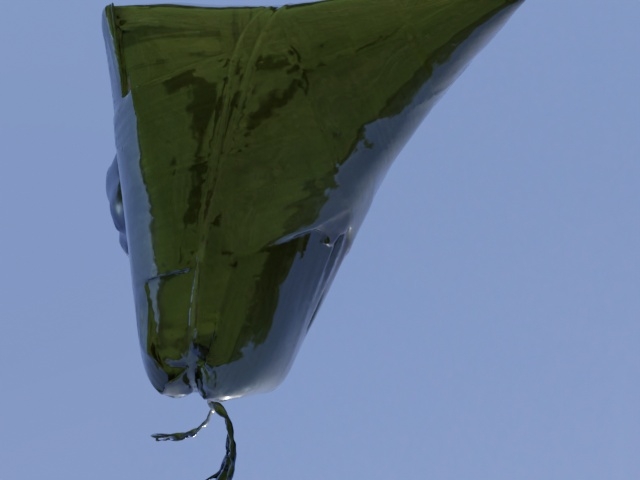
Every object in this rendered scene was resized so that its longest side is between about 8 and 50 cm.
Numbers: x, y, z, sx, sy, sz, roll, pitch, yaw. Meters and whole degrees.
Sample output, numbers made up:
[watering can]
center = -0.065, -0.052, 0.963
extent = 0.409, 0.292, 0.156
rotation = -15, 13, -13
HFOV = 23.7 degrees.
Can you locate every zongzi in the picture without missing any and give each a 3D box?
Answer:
[zongzi]
center = 0.000, 0.000, 1.298
extent = 0.418, 0.447, 0.181
rotation = -7, 176, 21

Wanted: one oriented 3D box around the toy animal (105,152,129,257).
[toy animal]
center = -0.111, -0.006, 1.653
extent = 0.213, 0.212, 0.266
rotation = -23, -121, -18
